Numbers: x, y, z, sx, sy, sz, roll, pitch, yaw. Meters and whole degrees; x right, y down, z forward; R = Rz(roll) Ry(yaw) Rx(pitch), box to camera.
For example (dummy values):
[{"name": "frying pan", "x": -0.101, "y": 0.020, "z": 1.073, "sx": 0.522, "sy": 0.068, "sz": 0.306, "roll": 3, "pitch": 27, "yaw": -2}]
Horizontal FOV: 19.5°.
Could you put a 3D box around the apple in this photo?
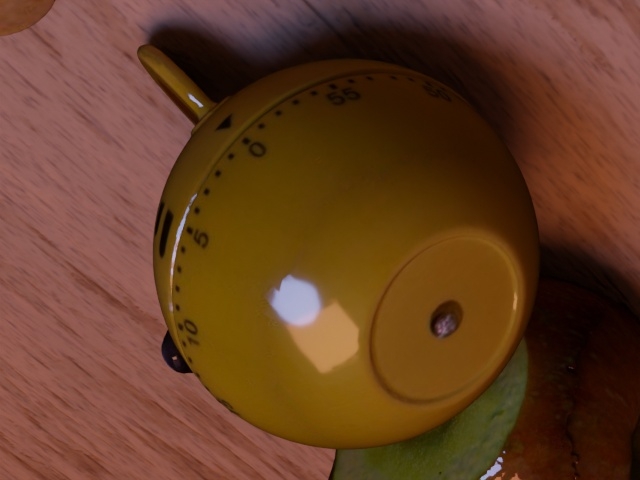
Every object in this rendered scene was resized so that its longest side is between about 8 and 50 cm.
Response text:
[{"name": "apple", "x": 0.176, "y": 0.215, "z": 1.862, "sx": 0.374, "sy": 0.374, "sz": 0.384, "roll": -5, "pitch": 108, "yaw": 22}]

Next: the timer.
[{"name": "timer", "x": 0.000, "y": 0.000, "z": 1.652, "sx": 0.387, "sy": 0.376, "sz": 0.376, "roll": 37, "pitch": 169, "yaw": 51}]

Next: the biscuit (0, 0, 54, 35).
[{"name": "biscuit", "x": -0.275, "y": -0.284, "z": 1.569, "sx": 0.355, "sy": 0.052, "sz": 0.275, "roll": -26, "pitch": 128, "yaw": 37}]
